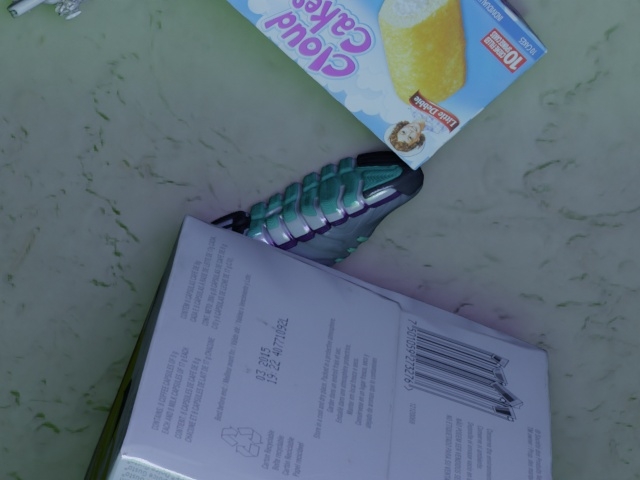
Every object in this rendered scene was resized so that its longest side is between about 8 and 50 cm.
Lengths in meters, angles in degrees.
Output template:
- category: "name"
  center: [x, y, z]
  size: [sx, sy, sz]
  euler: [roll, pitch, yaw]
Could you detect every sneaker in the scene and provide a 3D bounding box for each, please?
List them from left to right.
- category: "sneaker"
  center: [0.000, 0.000, 1.603]
  size: [0.224, 0.083, 0.098]
  euler: [-22, 118, 19]

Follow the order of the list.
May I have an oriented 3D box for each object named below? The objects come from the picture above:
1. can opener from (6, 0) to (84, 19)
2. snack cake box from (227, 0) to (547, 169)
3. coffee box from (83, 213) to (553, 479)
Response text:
- category: "can opener"
  center: [-0.146, -0.264, 1.510]
  size: [0.280, 0.074, 0.093]
  euler: [-25, 106, 9]
- category: "snack cake box"
  center: [0.036, -0.198, 1.486]
  size: [0.152, 0.089, 0.264]
  euler: [-43, 120, 12]
- category: "coffee box"
  center: [-0.030, 0.247, 1.512]
  size: [0.338, 0.337, 0.334]
  euler: [21, 121, -6]
